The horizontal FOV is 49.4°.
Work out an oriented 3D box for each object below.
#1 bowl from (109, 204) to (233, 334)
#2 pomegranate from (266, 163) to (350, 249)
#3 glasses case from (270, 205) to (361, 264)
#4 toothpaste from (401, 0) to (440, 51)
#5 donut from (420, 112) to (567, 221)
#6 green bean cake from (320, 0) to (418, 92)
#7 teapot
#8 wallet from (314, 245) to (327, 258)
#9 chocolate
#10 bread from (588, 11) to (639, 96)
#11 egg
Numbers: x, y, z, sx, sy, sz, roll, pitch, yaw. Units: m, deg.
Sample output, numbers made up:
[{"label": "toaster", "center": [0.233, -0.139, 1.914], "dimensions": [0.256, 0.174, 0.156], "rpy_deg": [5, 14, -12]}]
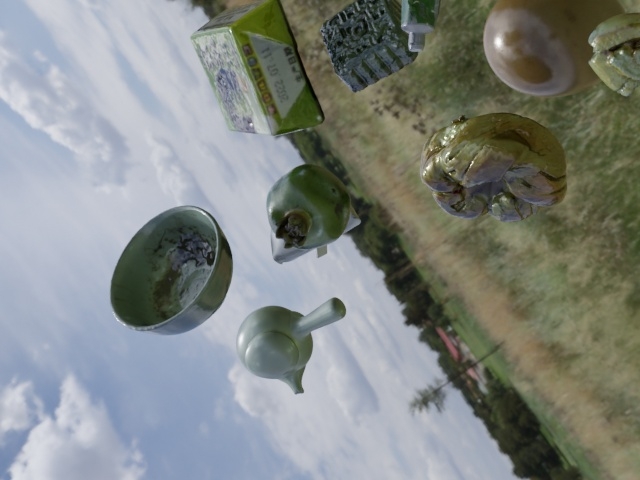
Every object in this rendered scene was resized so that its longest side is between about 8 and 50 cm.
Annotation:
[{"label": "bowl", "center": [-0.288, 0.084, 1.467], "dimensions": [0.146, 0.289, 0.289], "rpy_deg": [45, -170, -47]}, {"label": "pomegranate", "center": [-0.034, -0.056, 1.462], "dimensions": [0.187, 0.187, 0.225], "rpy_deg": [54, -151, -10]}, {"label": "glasses case", "center": [-0.017, -0.046, 1.939], "dimensions": [0.083, 0.308, 0.128], "rpy_deg": [5, -117, -50]}, {"label": "toothpaste", "center": [0.160, -0.417, 1.069], "dimensions": [0.047, 0.078, 0.248], "rpy_deg": [-72, -13, -85]}, {"label": "donut", "center": [0.414, -0.166, 1.675], "dimensions": [0.360, 0.360, 0.170], "rpy_deg": [47, -133, -54]}, {"label": "green bean cake", "center": [0.102, -0.436, 1.495], "dimensions": [0.094, 0.181, 0.173], "rpy_deg": [30, -141, -54]}, {"label": "teapot", "center": [-0.092, 0.238, 1.810], "dimensions": [0.219, 0.318, 0.149], "rpy_deg": [22, -157, -11]}, {"label": "wallet", "center": [0.000, 0.000, 1.743], "dimensions": [0.011, 0.044, 0.083], "rpy_deg": [15, 120, 38]}, {"label": "chocolate", "center": [-0.155, -0.384, 1.597], "dimensions": [0.301, 0.137, 0.289], "rpy_deg": [18, 134, 58]}, {"label": "bread", "center": [0.508, -0.333, 1.157], "dimensions": [0.110, 0.156, 0.103], "rpy_deg": [30, -156, 3]}, {"label": "egg", "center": [0.596, -0.513, 1.751], "dimensions": [0.301, 0.373, 0.301], "rpy_deg": [174, 90, -79]}]
